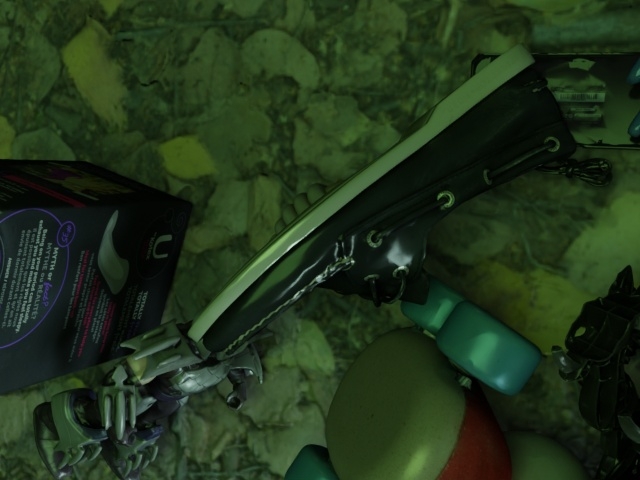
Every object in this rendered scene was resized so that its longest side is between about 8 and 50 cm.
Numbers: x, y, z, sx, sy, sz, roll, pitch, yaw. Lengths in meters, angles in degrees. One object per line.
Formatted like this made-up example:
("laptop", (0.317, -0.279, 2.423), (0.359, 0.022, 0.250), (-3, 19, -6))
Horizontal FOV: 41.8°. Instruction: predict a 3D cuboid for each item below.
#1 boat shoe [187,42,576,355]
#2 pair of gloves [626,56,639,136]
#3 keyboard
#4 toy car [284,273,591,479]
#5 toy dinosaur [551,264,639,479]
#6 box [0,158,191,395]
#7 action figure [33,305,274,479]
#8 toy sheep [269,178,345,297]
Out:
("boat shoe", (0.057, -0.006, 0.645), (0.340, 0.127, 0.113), (-40, 91, -11))
("pair of gloves", (0.327, -0.104, 0.593), (0.198, 0.023, 0.159), (34, 111, 17))
("keyboard", (0.209, -0.099, 0.686), (0.180, 0.023, 0.108), (5, 89, 23))
("toy car", (0.131, 0.187, 0.676), (0.238, 0.210, 0.219), (34, 92, -12))
("toy dinosaur", (0.242, 0.158, 0.555), (0.164, 0.322, 0.218), (21, 132, 46))
("box", (-0.259, 0.022, 0.750), (0.143, 0.270, 0.165), (21, 101, 20))
("action figure", (-0.146, 0.139, 0.772), (0.285, 0.185, 0.099), (-38, 64, 36))
("toy sheep", (0.000, 0.000, 0.744), (0.091, 0.091, 0.132), (40, 101, 15))
